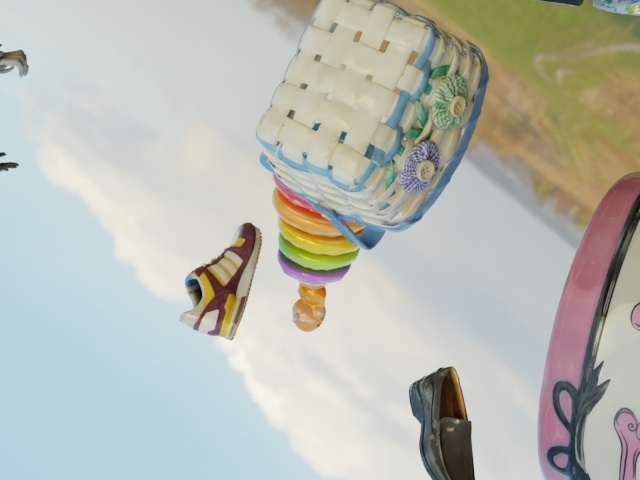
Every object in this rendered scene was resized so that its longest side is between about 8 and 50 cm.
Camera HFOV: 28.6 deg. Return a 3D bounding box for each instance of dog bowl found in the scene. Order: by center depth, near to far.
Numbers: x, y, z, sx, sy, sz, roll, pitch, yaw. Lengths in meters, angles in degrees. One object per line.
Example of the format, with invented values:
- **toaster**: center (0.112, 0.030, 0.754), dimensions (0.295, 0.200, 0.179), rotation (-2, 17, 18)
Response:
- **dog bowl**: center (0.344, 0.108, 1.253), dimensions (0.150, 0.408, 0.408), rotation (13, 175, 26)

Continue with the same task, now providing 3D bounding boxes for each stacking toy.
- **stacking toy**: center (0.000, 0.000, 1.744), dimensions (0.166, 0.302, 0.175), rotation (29, -143, 28)

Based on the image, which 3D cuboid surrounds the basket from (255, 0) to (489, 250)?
- **basket**: center (0.064, -0.123, 1.351), dimensions (0.201, 0.255, 0.289), rotation (25, 180, 18)

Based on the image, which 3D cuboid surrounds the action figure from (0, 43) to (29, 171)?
- **action figure**: center (-0.490, -0.239, 1.774), dimensions (0.141, 0.276, 0.164), rotation (-13, -161, -18)

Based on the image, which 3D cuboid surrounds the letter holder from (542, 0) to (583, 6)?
- **letter holder**: center (0.215, -0.451, 1.659), dimensions (0.302, 0.152, 0.214), rotation (9, -131, 8)

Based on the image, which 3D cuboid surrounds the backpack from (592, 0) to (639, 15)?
- **backpack**: center (0.417, -0.348, 1.670), dimensions (0.105, 0.084, 0.114), rotation (19, -147, 37)

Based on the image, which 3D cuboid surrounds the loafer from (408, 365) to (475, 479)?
- **loafer**: center (0.152, 0.227, 1.479), dimensions (0.062, 0.061, 0.170), rotation (10, -131, -36)

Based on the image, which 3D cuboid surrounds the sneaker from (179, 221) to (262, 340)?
- **sneaker**: center (-0.130, 0.041, 1.633), dimensions (0.084, 0.069, 0.185), rotation (17, -133, -8)
